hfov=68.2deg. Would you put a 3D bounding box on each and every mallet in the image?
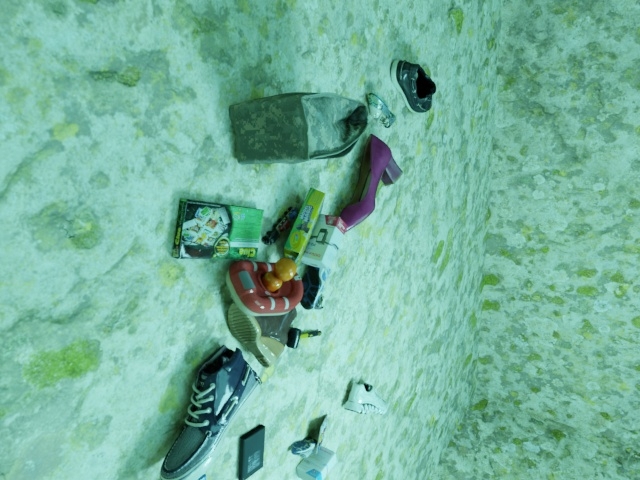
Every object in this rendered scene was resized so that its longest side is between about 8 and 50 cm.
[{"bbox_3d":[-0.046,0.298,1.523,0.189,0.039,0.063,-5,107,-60],"label":"mallet"}]

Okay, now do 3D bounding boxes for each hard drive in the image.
[{"bbox_3d":[-0.202,0.626,1.395,0.094,0.022,0.135,-10,108,-54],"label":"hard drive"}]

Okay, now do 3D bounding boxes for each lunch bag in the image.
[{"bbox_3d":[-0.040,-0.281,1.174,0.287,0.235,0.169,-27,116,-49],"label":"lunch bag"}]

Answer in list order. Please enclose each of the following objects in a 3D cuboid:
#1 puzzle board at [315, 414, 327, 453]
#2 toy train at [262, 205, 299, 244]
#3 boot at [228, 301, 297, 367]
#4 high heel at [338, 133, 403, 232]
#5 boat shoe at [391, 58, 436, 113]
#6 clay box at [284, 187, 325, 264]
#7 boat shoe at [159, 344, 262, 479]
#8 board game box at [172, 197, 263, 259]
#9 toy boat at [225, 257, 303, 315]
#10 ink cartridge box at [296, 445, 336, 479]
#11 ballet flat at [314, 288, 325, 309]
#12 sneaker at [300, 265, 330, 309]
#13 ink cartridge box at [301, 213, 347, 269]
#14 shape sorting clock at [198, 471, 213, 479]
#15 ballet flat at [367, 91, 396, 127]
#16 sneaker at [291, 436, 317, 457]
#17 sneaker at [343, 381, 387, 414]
[{"bbox_3d":[0.007,0.692,1.694,0.128,0.011,0.097,11,91,-80],"label":"puzzle board"},{"bbox_3d":[-0.106,-0.044,1.326,0.158,0.036,0.027,-53,139,-33],"label":"toy train"},{"bbox_3d":[-0.154,0.204,1.316,0.249,0.090,0.207,68,32,-34],"label":"boot"},{"bbox_3d":[0.125,-0.189,1.604,0.181,0.127,0.377,49,59,-16],"label":"high heel"},{"bbox_3d":[0.388,-0.590,1.828,0.340,0.112,0.127,31,73,-55],"label":"boat shoe"},{"bbox_3d":[-0.052,-0.026,1.349,0.127,0.053,0.222,103,10,-72],"label":"clay box"},{"bbox_3d":[-0.284,0.407,1.140,0.341,0.127,0.158,-52,132,-46],"label":"boat shoe"},{"bbox_3d":[-0.239,-0.022,1.144,0.259,0.030,0.136,5,93,-56],"label":"board game box"},{"bbox_3d":[-0.119,0.101,1.215,0.151,0.151,0.231,-39,156,22],"label":"toy boat"},{"bbox_3d":[-0.012,0.791,1.666,0.122,0.088,0.052,-35,127,-46],"label":"ink cartridge box"},{"bbox_3d":[-0.002,0.174,1.544,0.041,0.041,0.115,-24,119,-51],"label":"ballet flat"},{"bbox_3d":[-0.006,0.118,1.484,0.081,0.080,0.212,24,81,-53],"label":"sneaker"},{"bbox_3d":[0.000,0.000,1.430,0.063,0.109,0.151,45,62,-52],"label":"ink cartridge box"},{"bbox_3d":[-0.350,0.669,1.172,0.206,0.040,0.207,-28,126,-48],"label":"shape sorting clock"},{"bbox_3d":[0.209,-0.448,1.655,0.188,0.070,0.070,23,80,-53],"label":"ballet flat"},{"bbox_3d":[-0.056,0.720,1.617,0.135,0.052,0.058,16,90,-56],"label":"sneaker"},{"bbox_3d":[0.201,0.646,1.936,0.292,0.109,0.119,34,63,-55],"label":"sneaker"}]
